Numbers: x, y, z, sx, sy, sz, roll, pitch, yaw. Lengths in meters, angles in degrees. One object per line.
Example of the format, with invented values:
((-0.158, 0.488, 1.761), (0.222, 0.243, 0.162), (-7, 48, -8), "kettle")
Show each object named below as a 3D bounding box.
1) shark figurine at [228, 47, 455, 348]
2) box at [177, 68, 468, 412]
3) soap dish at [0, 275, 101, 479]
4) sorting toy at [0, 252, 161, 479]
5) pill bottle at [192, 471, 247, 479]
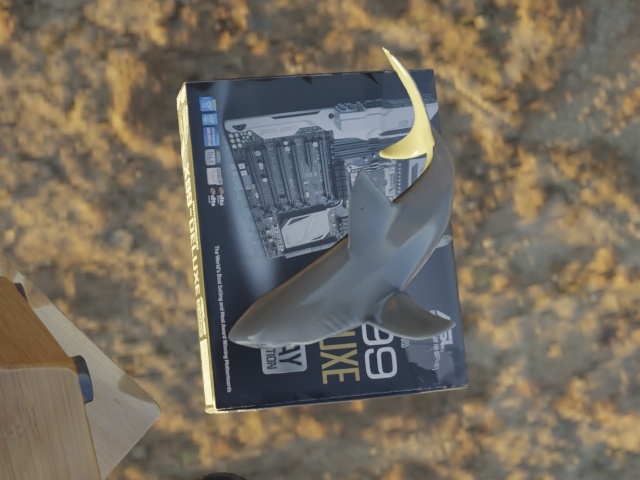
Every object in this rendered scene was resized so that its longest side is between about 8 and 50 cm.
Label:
((0.050, -0.031, 1.284), (0.166, 0.278, 0.116), (9, 141, 36), "shark figurine")
((0.000, 0.000, 1.562), (0.242, 0.307, 0.076), (-4, 173, -12), "box")
((-0.185, 0.139, 0.906), (0.118, 0.291, 0.229), (-14, 103, -15), "soap dish")
((-0.311, 0.146, 1.340), (0.257, 0.255, 0.089), (45, 158, -9), "sorting toy")
((-0.010, 0.236, 1.068), (0.123, 0.123, 0.219), (-29, 134, 23), "pill bottle")
